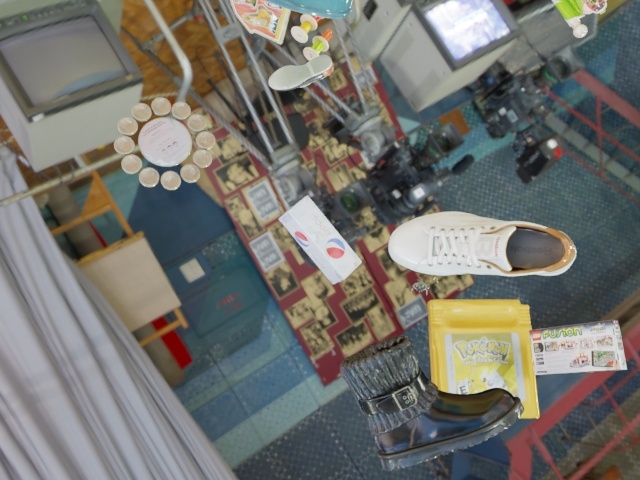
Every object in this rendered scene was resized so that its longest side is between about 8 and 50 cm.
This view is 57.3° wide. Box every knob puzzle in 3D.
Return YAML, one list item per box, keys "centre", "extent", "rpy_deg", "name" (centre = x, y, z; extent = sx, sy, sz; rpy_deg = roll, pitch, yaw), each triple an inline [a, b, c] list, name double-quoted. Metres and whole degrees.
- centre: [-0.174, -0.648, 1.596]
  extent: [0.213, 0.213, 0.030]
  rpy_deg: [-34, -163, 44]
  name: "knob puzzle"

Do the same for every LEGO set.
- centre: [0.289, 0.121, 1.634]
  extent: [0.083, 0.054, 0.023]
  rpy_deg: [-43, 146, -13]
  name: "LEGO set"

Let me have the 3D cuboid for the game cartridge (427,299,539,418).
- centre: [0.445, 0.323, 1.611]
  extent: [0.285, 0.323, 0.052]
  rpy_deg: [0, 167, -3]
  name: "game cartridge"

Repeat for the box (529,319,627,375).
- centre: [0.605, 0.257, 1.391]
  extent: [0.036, 0.114, 0.207]
  rpy_deg: [12, 160, -41]
  name: "box"

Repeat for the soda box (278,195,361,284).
- centre: [0.000, 0.000, 1.436]
  extent: [0.074, 0.216, 0.069]
  rpy_deg: [-42, -175, -28]
  name: "soda box"

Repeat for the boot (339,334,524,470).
- centre: [0.239, 0.318, 1.266]
  extent: [0.348, 0.260, 0.131]
  rpy_deg: [-19, 175, -2]
  name: "boot"

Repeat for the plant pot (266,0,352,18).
- centre: [-0.030, -0.567, 1.018]
  extent: [0.272, 0.272, 0.255]
  rpy_deg: [-29, 150, -49]
  name: "plant pot"

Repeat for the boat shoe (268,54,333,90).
- centre: [-0.038, -0.336, 1.194]
  extent: [0.137, 0.049, 0.043]
  rpy_deg: [-20, 173, 6]
  name: "boat shoe"

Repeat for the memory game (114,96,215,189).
- centre: [-0.294, -0.183, 1.108]
  extent: [0.186, 0.186, 0.012]
  rpy_deg: [-31, 178, -20]
  name: "memory game"

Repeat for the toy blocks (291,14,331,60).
- centre: [-0.005, -0.591, 1.630]
  extent: [0.054, 0.123, 0.148]
  rpy_deg: [14, -118, 42]
  name: "toy blocks"

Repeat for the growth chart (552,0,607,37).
- centre: [0.362, -0.379, 0.699]
  extent: [0.021, 0.172, 0.237]
  rpy_deg: [16, 131, -37]
  name: "growth chart"

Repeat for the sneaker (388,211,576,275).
- centre: [0.240, 0.002, 0.908]
  extent: [0.290, 0.106, 0.123]
  rpy_deg: [0, 175, 20]
  name: "sneaker"
